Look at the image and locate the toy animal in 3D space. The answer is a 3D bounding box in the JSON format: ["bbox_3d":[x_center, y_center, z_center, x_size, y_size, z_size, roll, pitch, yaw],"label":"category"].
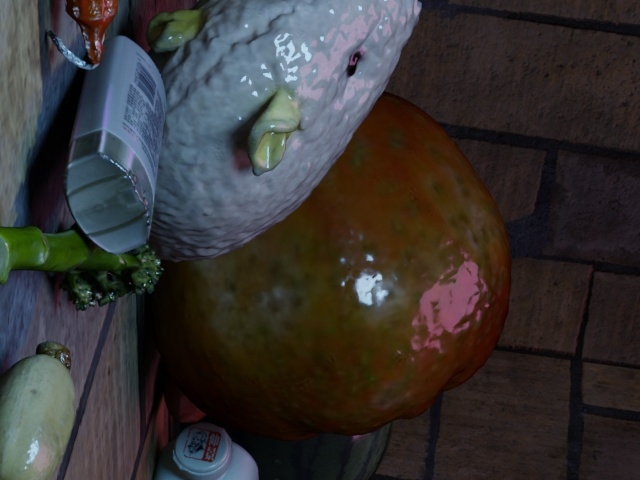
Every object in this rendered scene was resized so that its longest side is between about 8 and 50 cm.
[{"bbox_3d":[-0.079,-0.106,1.603,0.226,0.188,0.358,-17,149,-56],"label":"toy animal"}]

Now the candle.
[{"bbox_3d":[-0.168,-0.197,1.291,0.053,0.048,0.162,27,-55,49],"label":"candle"}]

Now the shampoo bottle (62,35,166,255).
[{"bbox_3d":[-0.153,-0.077,1.388,0.227,0.056,0.086,-94,161,-61],"label":"shampoo bottle"}]

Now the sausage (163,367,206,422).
[{"bbox_3d":[-0.144,0.147,2.150,0.194,0.077,0.077,-79,175,-63],"label":"sausage"}]

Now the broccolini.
[{"bbox_3d":[-0.196,0.021,1.354,0.392,0.078,0.074,5,101,-79],"label":"broccolini"}]

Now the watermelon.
[{"bbox_3d":[-0.035,0.196,2.348,0.279,0.278,0.359,36,58,-86],"label":"watermelon"}]

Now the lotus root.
[{"bbox_3d":[-0.206,0.135,1.262,0.073,0.062,0.150,-53,-161,47],"label":"lotus root"}]

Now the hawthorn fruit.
[{"bbox_3d":[0.000,0.000,1.922,0.403,0.402,0.403,7,90,-86],"label":"hawthorn fruit"}]

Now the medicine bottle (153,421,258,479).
[{"bbox_3d":[-0.135,0.292,2.177,0.229,0.121,0.083,90,9,-60],"label":"medicine bottle"}]
